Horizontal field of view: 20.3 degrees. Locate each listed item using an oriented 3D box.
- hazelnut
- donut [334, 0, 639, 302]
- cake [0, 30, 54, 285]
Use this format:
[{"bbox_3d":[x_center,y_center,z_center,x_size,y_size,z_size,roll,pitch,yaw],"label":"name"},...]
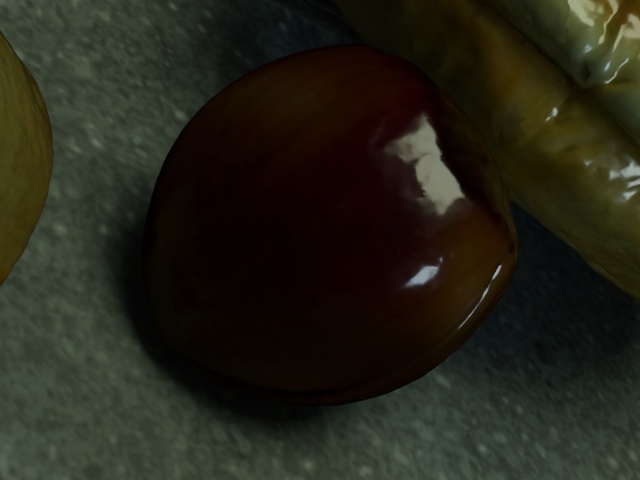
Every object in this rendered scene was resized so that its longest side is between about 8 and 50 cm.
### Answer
[{"bbox_3d":[0.000,0.000,0.971,0.208,0.208,0.208,28,39,-25],"label":"hazelnut"},{"bbox_3d":[0.170,-0.124,1.154,0.449,0.198,0.449,42,8,-7],"label":"donut"},{"bbox_3d":[-0.215,-0.017,0.776,0.185,0.178,0.208,22,59,21],"label":"cake"}]
